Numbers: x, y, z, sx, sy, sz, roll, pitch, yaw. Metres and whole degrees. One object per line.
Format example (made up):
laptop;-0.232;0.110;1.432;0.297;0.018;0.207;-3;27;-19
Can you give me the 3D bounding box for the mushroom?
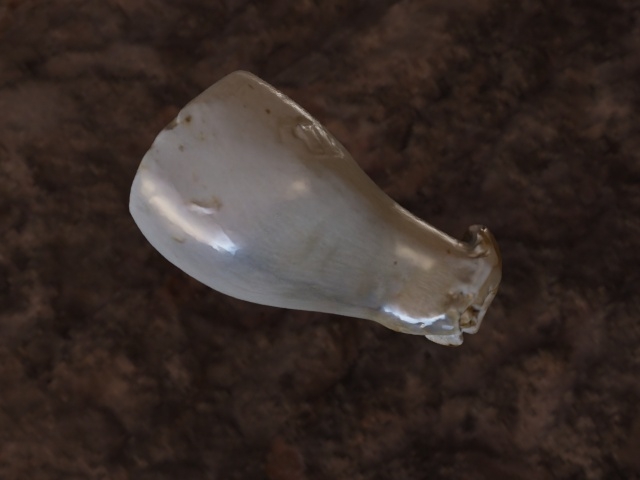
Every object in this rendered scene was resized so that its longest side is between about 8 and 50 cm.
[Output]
mushroom;0.000;0.000;0.710;0.116;0.225;0.093;-52;-165;14
